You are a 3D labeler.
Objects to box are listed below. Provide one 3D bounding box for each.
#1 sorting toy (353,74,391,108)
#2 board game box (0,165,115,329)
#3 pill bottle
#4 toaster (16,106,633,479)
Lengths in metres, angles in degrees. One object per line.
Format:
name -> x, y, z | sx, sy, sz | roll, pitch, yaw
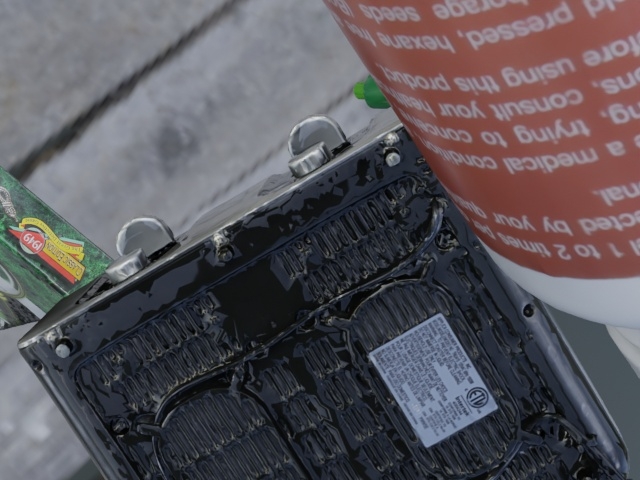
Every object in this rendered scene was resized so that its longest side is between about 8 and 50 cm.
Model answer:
sorting toy -> 0.000, 0.000, 1.324 | 0.127, 0.126, 0.365 | 56, 51, -40
board game box -> -0.210, -0.055, 0.768 | 0.260, 0.136, 0.030 | 41, 67, -15
pill bottle -> 0.062, -0.061, 0.354 | 0.121, 0.121, 0.216 | -43, 124, -12
toaster -> 0.010, 0.055, 0.664 | 0.168, 0.110, 0.185 | -31, 102, 8
